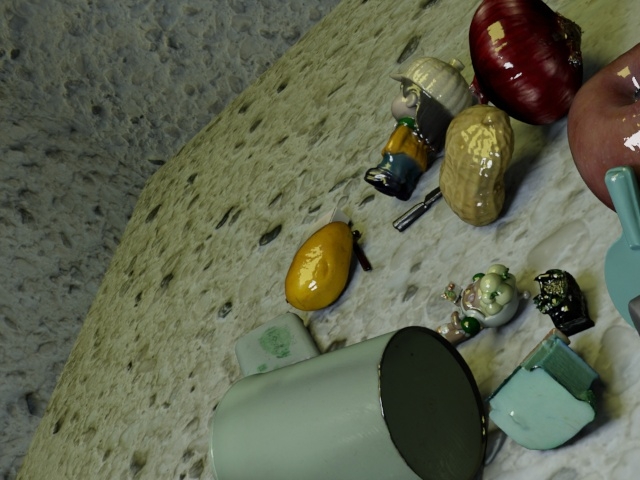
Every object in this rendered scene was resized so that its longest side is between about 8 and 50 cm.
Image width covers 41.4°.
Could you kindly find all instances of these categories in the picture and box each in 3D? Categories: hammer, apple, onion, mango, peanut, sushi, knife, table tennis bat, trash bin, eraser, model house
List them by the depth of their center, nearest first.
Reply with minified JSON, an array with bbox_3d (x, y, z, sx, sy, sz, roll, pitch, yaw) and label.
[{"bbox_3d":[0.425,0.020,1.113,0.040,0.244,0.153,-22,5,-28],"label":"table tennis bat"},{"bbox_3d":[0.502,-0.162,1.180,0.305,0.235,0.306,-40,27,25],"label":"apple"},{"bbox_3d":[0.327,0.198,1.193,0.148,0.119,0.148,-43,-14,-44],"label":"model house"},{"bbox_3d":[0.365,0.086,1.279,0.056,0.084,0.083,-31,30,39],"label":"sushi"},{"bbox_3d":[0.022,0.315,1.367,0.432,0.280,0.280,-27,34,39],"label":"trash bin"},{"bbox_3d":[0.298,-0.147,1.612,0.197,0.110,0.233,-115,22,-52],"label":"peanut"},{"bbox_3d":[0.368,-0.335,1.628,0.285,0.273,0.273,-32,31,34],"label":"onion"},{"bbox_3d":[0.248,-0.100,1.834,0.230,0.028,0.060,-40,15,24],"label":"knife"},{"bbox_3d":[-0.090,0.258,1.844,0.174,0.081,0.227,-30,23,-3],"label":"eraser"},{"bbox_3d":[0.006,0.059,1.931,0.147,0.109,0.227,22,77,42],"label":"mango"},{"bbox_3d":[0.087,0.034,1.947,0.065,0.021,0.178,-49,27,11],"label":"hammer"}]

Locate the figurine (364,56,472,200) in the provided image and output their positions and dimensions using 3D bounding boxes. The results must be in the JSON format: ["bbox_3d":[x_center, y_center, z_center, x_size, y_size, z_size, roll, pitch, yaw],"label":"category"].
[{"bbox_3d":[0.232,-0.256,1.924,0.204,0.185,0.333,5,76,26],"label":"figurine"}]

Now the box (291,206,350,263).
[{"bbox_3d":[0.000,0.000,2.082,0.129,0.051,0.130,-37,21,37],"label":"box"}]

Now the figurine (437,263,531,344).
[{"bbox_3d":[0.258,0.112,1.427,0.197,0.093,0.147,-35,19,37],"label":"figurine"}]

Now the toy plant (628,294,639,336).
[{"bbox_3d":[0.546,0.043,0.892,0.400,0.185,0.279,-29,19,11],"label":"toy plant"}]
